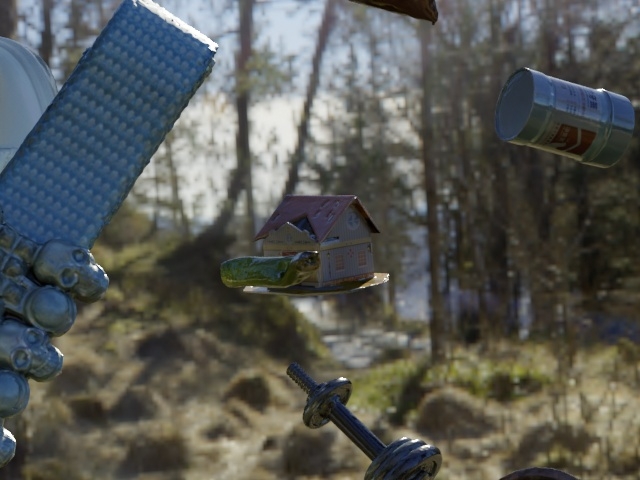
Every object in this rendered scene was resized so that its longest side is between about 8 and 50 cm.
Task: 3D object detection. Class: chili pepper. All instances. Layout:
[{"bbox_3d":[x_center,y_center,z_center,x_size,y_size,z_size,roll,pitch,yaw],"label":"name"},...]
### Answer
[{"bbox_3d":[-0.058,0.038,1.626,0.052,0.050,0.202,-43,20,-32],"label":"chili pepper"}]

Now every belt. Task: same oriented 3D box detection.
[{"bbox_3d":[-0.097,-0.013,0.452,0.065,0.179,0.100,31,-12,-10],"label":"belt"}]

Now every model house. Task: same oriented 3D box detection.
[{"bbox_3d":[0.000,0.000,1.834,0.207,0.135,0.219,-8,5,-40],"label":"model house"}]

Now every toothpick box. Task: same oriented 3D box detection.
[{"bbox_3d":[0.318,-0.159,1.649,0.153,0.101,0.101,12,-3,-20],"label":"toothpick box"}]

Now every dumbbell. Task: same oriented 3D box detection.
[{"bbox_3d":[0.047,0.237,1.559,0.254,0.110,0.110,43,28,27],"label":"dumbbell"}]

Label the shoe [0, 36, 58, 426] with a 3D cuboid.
[{"bbox_3d":[-0.197,0.018,0.626,0.095,0.264,0.110,6,-6,19],"label":"shoe"}]

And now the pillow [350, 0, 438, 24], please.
[{"bbox_3d":[-0.017,-0.393,1.367,0.305,0.307,0.108,20,52,34],"label":"pillow"}]

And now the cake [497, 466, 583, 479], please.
[{"bbox_3d":[0.170,0.294,1.080,0.178,0.185,0.207,15,-53,-32],"label":"cake"}]
